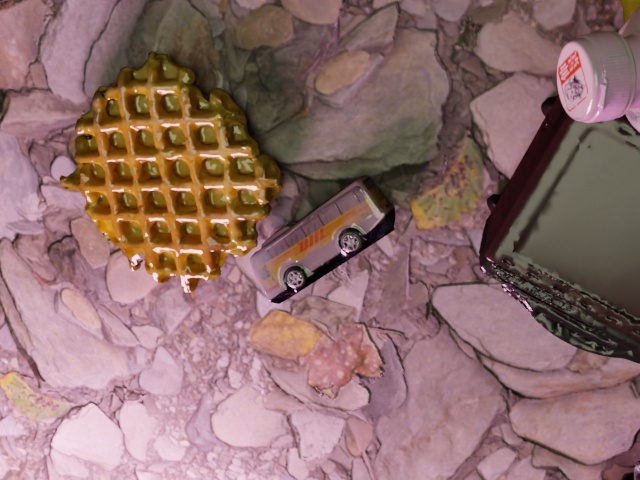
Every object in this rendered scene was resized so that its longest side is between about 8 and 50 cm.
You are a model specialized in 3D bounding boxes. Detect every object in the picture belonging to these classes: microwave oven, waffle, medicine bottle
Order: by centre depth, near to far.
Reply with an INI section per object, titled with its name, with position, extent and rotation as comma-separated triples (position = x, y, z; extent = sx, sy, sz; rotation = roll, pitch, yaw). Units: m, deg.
[medicine bottle]
position = 0.289, -0.132, 0.543
extent = 0.219, 0.078, 0.115
rotation = -9, 77, -6
[microwave oven]
position = 0.282, -0.005, 0.669
extent = 0.247, 0.178, 0.188
rotation = 27, 112, 6
[waffle]
position = -0.174, -0.071, 0.844
extent = 0.254, 0.052, 0.245
rotation = 44, 114, -2

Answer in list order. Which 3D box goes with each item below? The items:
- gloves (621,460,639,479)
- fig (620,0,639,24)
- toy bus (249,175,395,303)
[gloves]
position = 0.365, 0.266, 0.783
extent = 0.142, 0.119, 0.285
rotation = 23, 112, -27
[fig]
position = 0.275, -0.301, 0.578
extent = 0.233, 0.314, 0.233
rotation = 0, 76, 1
[toy bus]
position = 0.000, 0.000, 0.815
extent = 0.172, 0.057, 0.072
rotation = -35, 90, 21
